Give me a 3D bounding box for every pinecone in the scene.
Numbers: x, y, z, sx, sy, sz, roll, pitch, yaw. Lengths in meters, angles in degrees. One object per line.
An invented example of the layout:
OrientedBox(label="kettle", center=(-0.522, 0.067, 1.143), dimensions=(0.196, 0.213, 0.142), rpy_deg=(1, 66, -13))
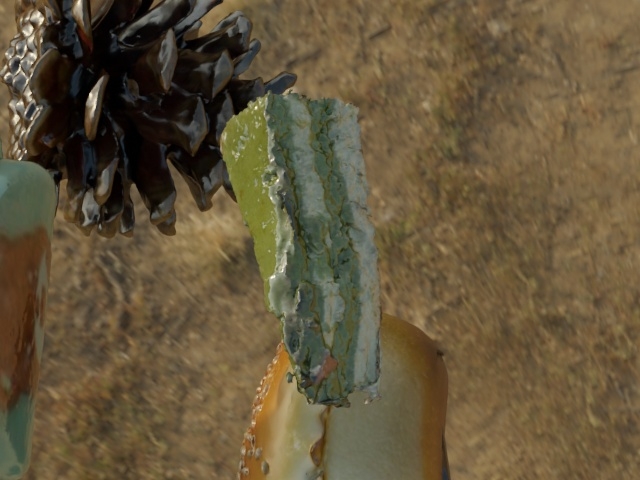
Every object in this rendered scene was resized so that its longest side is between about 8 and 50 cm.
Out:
OrientedBox(label="pinecone", center=(-0.194, -0.173, 1.762), dimensions=(0.384, 0.384, 0.384), rpy_deg=(-7, 66, 15))

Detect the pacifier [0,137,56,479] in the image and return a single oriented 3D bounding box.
OrientedBox(label="pacifier", center=(-0.278, 0.032, 0.786), dimensions=(0.269, 0.288, 0.343), rpy_deg=(2, 73, -7))

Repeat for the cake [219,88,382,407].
OrientedBox(label="cake", center=(0.000, 0.000, 0.635), dimensions=(0.055, 0.051, 0.140), rpy_deg=(-47, 51, 44))

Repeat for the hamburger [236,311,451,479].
OrientedBox(label="hamburger", center=(0.017, 0.150, 1.021), dimensions=(0.147, 0.237, 0.236), rpy_deg=(0, 67, 5))
